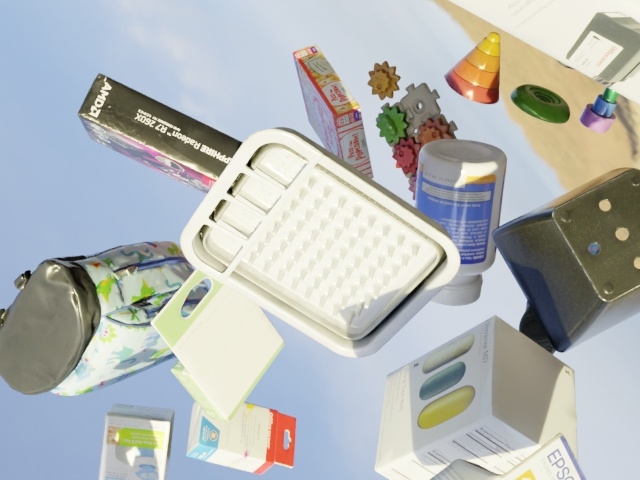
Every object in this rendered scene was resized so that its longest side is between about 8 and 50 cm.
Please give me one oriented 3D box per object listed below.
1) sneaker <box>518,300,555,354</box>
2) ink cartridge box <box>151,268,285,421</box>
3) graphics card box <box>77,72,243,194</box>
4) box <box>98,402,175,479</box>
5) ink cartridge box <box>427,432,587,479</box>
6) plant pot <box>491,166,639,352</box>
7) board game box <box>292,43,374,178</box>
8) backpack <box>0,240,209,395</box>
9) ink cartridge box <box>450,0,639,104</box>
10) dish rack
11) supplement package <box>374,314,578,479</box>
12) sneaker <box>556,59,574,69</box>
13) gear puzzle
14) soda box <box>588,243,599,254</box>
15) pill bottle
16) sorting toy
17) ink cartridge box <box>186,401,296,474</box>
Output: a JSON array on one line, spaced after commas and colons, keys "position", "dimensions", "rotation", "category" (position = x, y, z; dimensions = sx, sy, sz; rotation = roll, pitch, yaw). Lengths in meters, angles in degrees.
[{"position": [0.425, 0.108, 1.747], "dimensions": [0.130, 0.087, 0.227], "rotation": [-6, -80, -64], "category": "sneaker"}, {"position": [-0.166, 0.144, 1.461], "dimensions": [0.171, 0.056, 0.235], "rotation": [-53, -52, -30], "category": "ink cartridge box"}, {"position": [-0.253, -0.167, 1.742], "dimensions": [0.371, 0.094, 0.233], "rotation": [27, 173, -6], "category": "graphics card box"}, {"position": [-0.321, 0.395, 1.629], "dimensions": [0.114, 0.203, 0.103], "rotation": [7, -179, -4], "category": "box"}, {"position": [0.157, 0.387, 0.964], "dimensions": [0.324, 0.330, 0.071], "rotation": [60, 170, -26], "category": "ink cartridge box"}, {"position": [0.352, 0.011, 1.185], "dimensions": [0.187, 0.188, 0.167], "rotation": [62, 174, 12], "category": "plant pot"}, {"position": [0.020, -0.200, 1.496], "dimensions": [0.193, 0.045, 0.146], "rotation": [-119, 10, -45], "category": "board game box"}, {"position": [-0.363, 0.129, 1.687], "dimensions": [0.273, 0.290, 0.355], "rotation": [43, -149, 5], "category": "backpack"}, {"position": [0.362, -0.327, 1.023], "dimensions": [0.395, 0.285, 0.166], "rotation": [25, 167, -11], "category": "ink cartridge box"}, {"position": [0.000, 0.000, 1.311], "dimensions": [0.333, 0.285, 0.072], "rotation": [33, -142, -9], "category": "dish rack"}, {"position": [0.256, 0.295, 1.553], "dimensions": [0.198, 0.263, 0.199], "rotation": [34, -137, -22], "category": "supplement package"}, {"position": [0.426, -0.337, 1.513], "dimensions": [0.098, 0.135, 0.276], "rotation": [30, -161, 13], "category": "sneaker"}, {"position": [0.198, -0.245, 2.045], "dimensions": [0.044, 0.175, 0.338], "rotation": [-17, -104, -50], "category": "gear puzzle"}, {"position": [0.395, 0.038, 1.450], "dimensions": [0.063, 0.058, 0.183], "rotation": [40, 162, -12], "category": "soda box"}, {"position": [0.238, -0.029, 1.654], "dimensions": [0.152, 0.152, 0.271], "rotation": [-76, -10, -66], "category": "pill bottle"}, {"position": [0.435, -0.320, 1.863], "dimensions": [0.366, 0.126, 0.127], "rotation": [14, -148, -11], "category": "sorting toy"}, {"position": [-0.175, 0.439, 2.119], "dimensions": [0.231, 0.078, 0.134], "rotation": [20, -131, -20], "category": "ink cartridge box"}]
